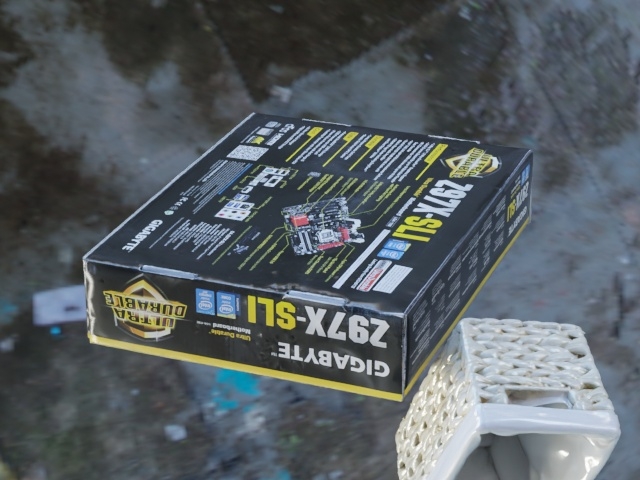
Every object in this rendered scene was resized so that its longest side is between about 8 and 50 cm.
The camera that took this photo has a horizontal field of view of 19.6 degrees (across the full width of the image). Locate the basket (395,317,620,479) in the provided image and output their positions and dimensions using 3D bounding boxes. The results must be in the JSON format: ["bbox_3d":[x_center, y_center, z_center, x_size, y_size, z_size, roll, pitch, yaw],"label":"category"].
[{"bbox_3d":[0.128,0.142,1.339,0.113,0.167,0.103,5,48,-18],"label":"basket"}]

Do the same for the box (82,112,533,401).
[{"bbox_3d":[0.000,0.000,1.451,0.257,0.322,0.079,10,118,19],"label":"box"}]
